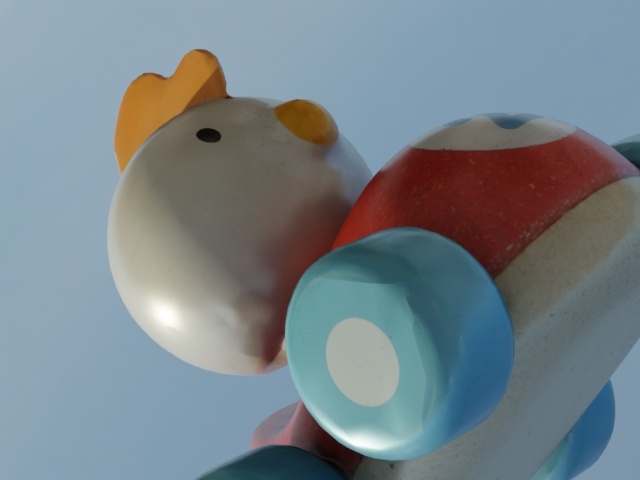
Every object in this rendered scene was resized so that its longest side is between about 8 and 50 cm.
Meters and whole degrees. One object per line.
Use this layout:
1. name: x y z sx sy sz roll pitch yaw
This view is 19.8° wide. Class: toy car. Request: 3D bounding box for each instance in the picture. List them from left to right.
1. toy car: 0.000 0.000 0.720 0.238 0.210 0.219 43 -144 20
